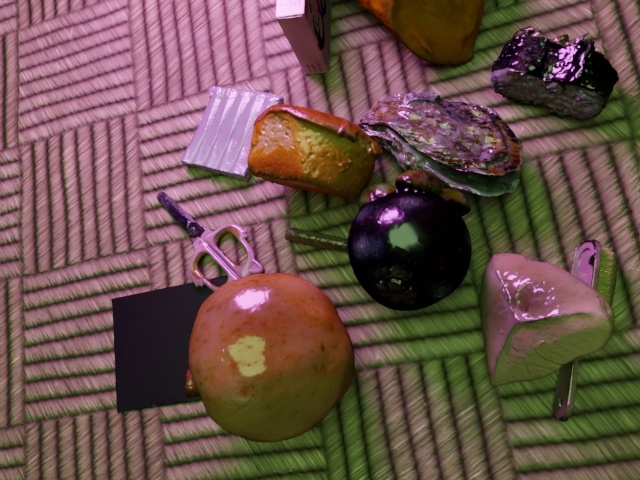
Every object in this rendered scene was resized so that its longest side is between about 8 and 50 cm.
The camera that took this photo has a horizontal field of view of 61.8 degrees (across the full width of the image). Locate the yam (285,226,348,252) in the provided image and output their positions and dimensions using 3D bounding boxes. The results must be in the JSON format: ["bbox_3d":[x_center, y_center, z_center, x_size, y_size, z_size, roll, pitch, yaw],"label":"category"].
[{"bbox_3d":[0.000,0.000,1.072,0.145,0.032,0.032,12,82,16],"label":"yam"}]

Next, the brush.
[{"bbox_3d":[0.453,0.154,0.908,0.067,0.072,0.313,13,83,3],"label":"brush"}]

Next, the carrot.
[{"bbox_3d":[0.181,-0.521,1.025,0.241,0.241,0.341,-43,71,3],"label":"carrot"}]

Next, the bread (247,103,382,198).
[{"bbox_3d":[-0.012,-0.162,1.004,0.268,0.268,0.146,16,93,17],"label":"bread"}]

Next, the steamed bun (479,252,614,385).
[{"bbox_3d":[0.356,0.119,0.879,0.212,0.110,0.231,-15,71,41],"label":"steamed bun"}]

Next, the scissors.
[{"bbox_3d":[-0.254,-0.007,1.144,0.160,0.024,0.317,-47,68,2],"label":"scissors"}]

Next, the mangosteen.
[{"bbox_3d":[0.158,-0.003,0.941,0.243,0.243,0.243,-3,78,14],"label":"mangosteen"}]

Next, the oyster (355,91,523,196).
[{"bbox_3d":[0.211,-0.191,1.011,0.351,0.162,0.158,21,125,25],"label":"oyster"}]

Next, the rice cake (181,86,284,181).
[{"bbox_3d":[-0.194,-0.238,1.168,0.189,0.037,0.198,14,82,17],"label":"rice cake"}]

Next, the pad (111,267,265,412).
[{"bbox_3d":[-0.269,0.210,1.113,0.367,0.007,0.248,-12,76,12],"label":"pad"}]

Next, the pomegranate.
[{"bbox_3d":[-0.081,0.198,0.934,0.307,0.307,0.307,-3,78,14],"label":"pomegranate"}]

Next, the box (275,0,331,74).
[{"bbox_3d":[-0.026,-0.554,1.097,0.069,0.214,0.353,1,79,14],"label":"box"}]

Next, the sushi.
[{"bbox_3d":[0.423,-0.310,0.967,0.212,0.147,0.115,24,86,22],"label":"sushi"}]
